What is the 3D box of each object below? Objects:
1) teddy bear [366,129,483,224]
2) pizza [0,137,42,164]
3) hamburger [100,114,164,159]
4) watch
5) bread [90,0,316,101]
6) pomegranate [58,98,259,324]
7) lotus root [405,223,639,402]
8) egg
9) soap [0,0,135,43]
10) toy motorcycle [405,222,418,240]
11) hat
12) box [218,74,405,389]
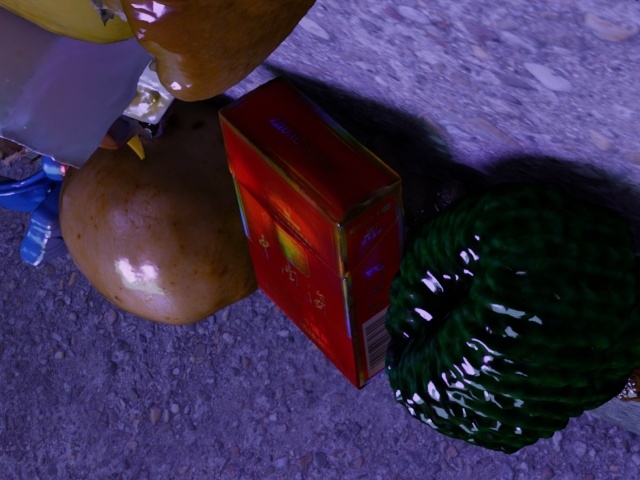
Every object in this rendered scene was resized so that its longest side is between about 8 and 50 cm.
[{"bbox_3d":[0.108,-0.046,1.181,0.160,0.078,0.119,28,169,1],"label":"teddy bear"},{"bbox_3d":[-0.347,-0.183,1.369,0.147,0.226,0.069,-7,152,-23],"label":"pizza"},{"bbox_3d":[-0.272,-0.198,1.214,0.243,0.139,0.262,26,173,3],"label":"hamburger"},{"bbox_3d":[-0.430,-0.128,1.627,0.274,0.305,0.241,18,170,9],"label":"watch"},{"bbox_3d":[-0.045,-0.170,0.484,0.121,0.174,0.245,31,166,6],"label":"bread"},{"bbox_3d":[-0.181,-0.033,1.432,0.307,0.307,0.307,26,173,4],"label":"pomegranate"},{"bbox_3d":[0.240,0.086,1.265,0.342,0.169,0.151,27,172,6],"label":"lotus root"},{"bbox_3d":[-0.211,-0.185,0.938,0.206,0.162,0.271,29,-166,8],"label":"egg"},{"bbox_3d":[-0.239,-0.270,0.644,0.306,0.115,0.427,27,162,22],"label":"soap"},{"bbox_3d":[0.071,-0.008,1.393,0.188,0.143,0.327,11,148,47],"label":"toy motorcycle"},{"bbox_3d":[0.247,0.090,1.072,0.332,0.242,0.274,13,164,-16],"label":"hat"},{"bbox_3d":[0.000,0.000,1.202,0.197,0.089,0.313,45,158,32],"label":"box"}]
